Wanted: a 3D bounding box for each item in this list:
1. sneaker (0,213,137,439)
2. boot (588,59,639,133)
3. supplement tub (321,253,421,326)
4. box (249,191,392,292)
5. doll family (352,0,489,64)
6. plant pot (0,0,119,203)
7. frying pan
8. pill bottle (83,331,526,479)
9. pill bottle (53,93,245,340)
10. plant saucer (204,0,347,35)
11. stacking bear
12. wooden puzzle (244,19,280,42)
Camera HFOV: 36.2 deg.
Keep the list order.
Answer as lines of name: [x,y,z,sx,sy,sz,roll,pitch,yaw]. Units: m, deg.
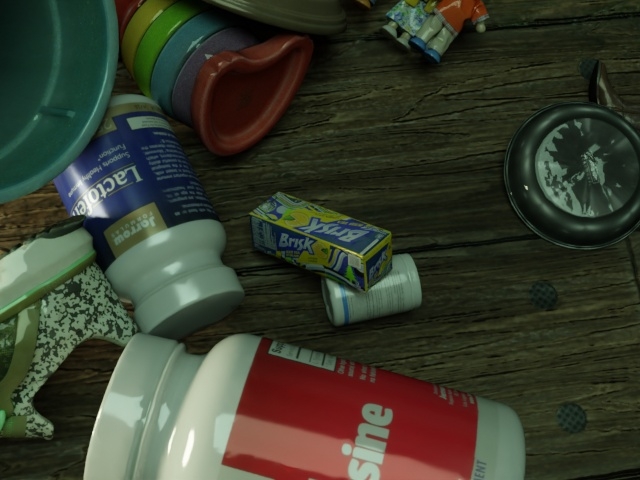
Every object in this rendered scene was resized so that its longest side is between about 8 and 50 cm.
sneaker: [-0.356,0.157,0.990,0.410,0.158,0.182,-40,98,-11]
boot: [0.417,-0.185,1.302,0.114,0.037,0.106,3,82,0]
supplement tub: [0.059,0.058,1.162,0.107,0.071,0.071,-11,71,-8]
box: [0.000,0.000,1.143,0.169,0.054,0.059,21,43,32]
doll family: [0.110,-0.361,1.285,0.263,0.118,0.163,38,88,-16]
plant pot: [-0.454,-0.223,1.050,0.334,0.341,0.341,11,62,42]
frying pan: [0.397,-0.076,1.246,0.326,0.053,0.197,10,79,0]
pill bottle: [-0.017,0.229,1.007,0.408,0.229,0.229,15,69,1]
pill bottle: [-0.200,-0.023,1.127,0.153,0.153,0.264,-26,73,-14]
plant saucer: [-0.092,-0.326,1.213,0.278,0.041,0.278,18,24,-8]
stacking bear: [-0.179,-0.250,1.216,0.289,0.164,0.175,42,47,22]
wooden puzzle: [-0.083,-0.253,1.300,0.116,0.014,0.078,28,65,6]
